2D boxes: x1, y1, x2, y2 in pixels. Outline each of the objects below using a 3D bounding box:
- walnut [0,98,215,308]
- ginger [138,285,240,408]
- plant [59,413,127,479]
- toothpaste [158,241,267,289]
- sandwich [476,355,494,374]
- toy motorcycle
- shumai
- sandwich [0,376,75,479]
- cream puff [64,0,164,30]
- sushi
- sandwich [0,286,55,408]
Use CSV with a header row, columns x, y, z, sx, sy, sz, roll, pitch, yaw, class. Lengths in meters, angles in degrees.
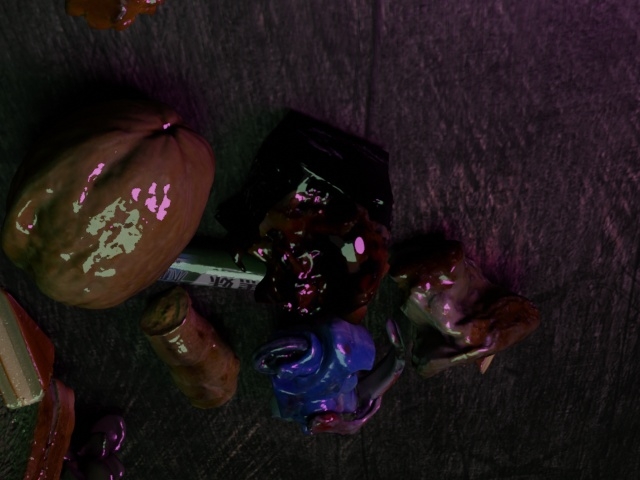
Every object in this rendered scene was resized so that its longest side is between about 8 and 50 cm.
x,y,z,sx,sy,sz,roll,pitch,yaw,class
-0.266,-0.050,1.202,0.283,0.227,0.283,-35,165,-10,walnut
-0.204,0.187,1.597,0.109,0.116,0.263,-43,139,-20,ginger
-0.484,0.404,1.745,0.276,0.199,0.188,-9,145,13,plant
-0.208,0.031,1.437,0.392,0.061,0.099,6,141,-13,toothpaste
0.291,0.192,1.726,0.031,0.044,0.083,34,83,-44,sandwich
0.013,0.200,1.613,0.241,0.182,0.319,-39,155,-16,toy motorcycle
0.219,0.094,1.547,0.222,0.204,0.272,-23,170,7,shumai
-0.559,0.350,1.635,0.288,0.254,0.099,-8,152,22,sandwich
-0.223,-0.285,1.037,0.122,0.094,0.116,10,140,16,cream puff
0.001,-0.001,1.314,0.215,0.212,0.227,19,133,-27,sushi
-0.489,0.168,1.511,0.079,0.113,0.163,-18,135,6,sandwich
